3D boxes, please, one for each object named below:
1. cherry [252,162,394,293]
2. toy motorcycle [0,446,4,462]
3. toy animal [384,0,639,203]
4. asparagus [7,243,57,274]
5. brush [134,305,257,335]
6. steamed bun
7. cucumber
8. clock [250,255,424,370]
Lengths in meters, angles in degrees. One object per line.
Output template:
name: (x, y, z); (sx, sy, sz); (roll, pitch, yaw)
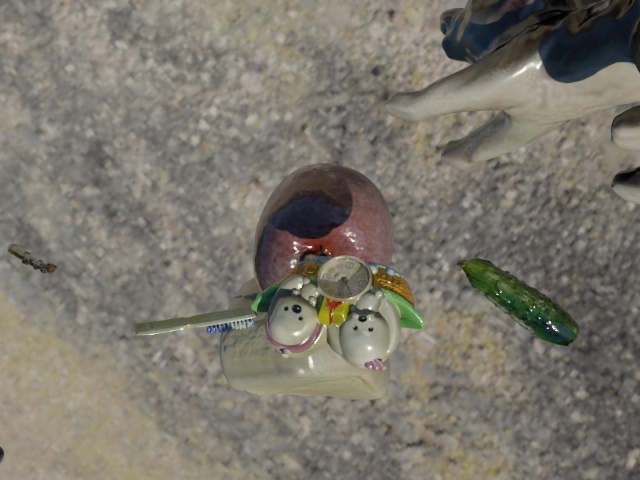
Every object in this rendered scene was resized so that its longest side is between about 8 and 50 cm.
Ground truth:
cherry: (0.000, 0.000, 1.818); (0.221, 0.307, 0.261); (15, 106, -17)
toy motorcycle: (-0.599, 0.449, 1.723); (0.125, 0.358, 0.213); (34, -162, -38)
toy animal: (0.270, -0.211, 1.159); (0.344, 0.303, 0.194); (16, 164, 39)
asparagus: (-0.487, 0.033, 1.919); (0.025, 0.024, 0.248); (33, 171, -30)
brush: (-0.182, 0.124, 1.661); (0.178, 0.033, 0.030); (-8, 124, -6)
steamed bun: (-0.017, 0.166, 2.096); (0.247, 0.236, 0.383); (-6, 165, 26)
cucumber: (0.316, 0.095, 1.818); (0.227, 0.069, 0.069); (35, 144, 0)
clock: (0.020, 0.098, 1.481); (0.230, 0.144, 0.103); (7, 143, 15)
